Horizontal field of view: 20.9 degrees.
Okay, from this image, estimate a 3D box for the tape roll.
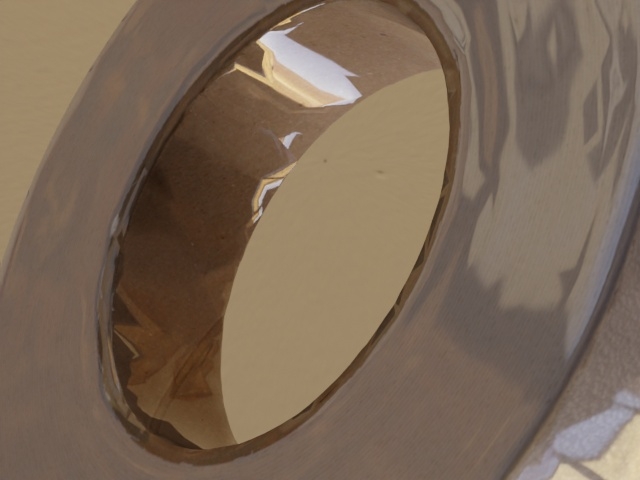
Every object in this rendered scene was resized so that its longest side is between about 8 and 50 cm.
[{"bbox_3d":[0.000,0.000,0.707,0.072,0.392,0.392,29,-87,-36],"label":"tape roll"}]
